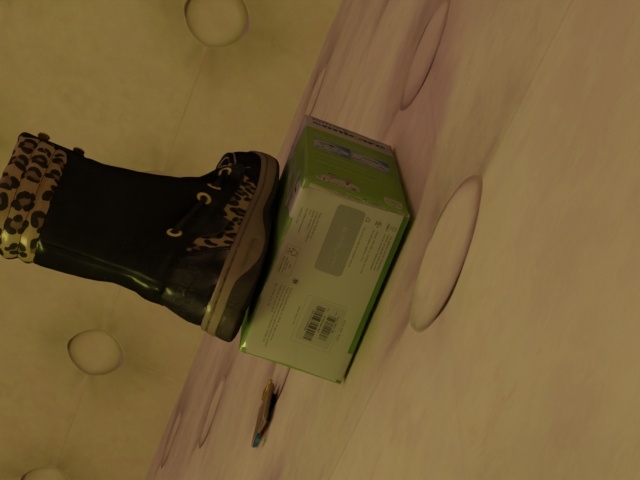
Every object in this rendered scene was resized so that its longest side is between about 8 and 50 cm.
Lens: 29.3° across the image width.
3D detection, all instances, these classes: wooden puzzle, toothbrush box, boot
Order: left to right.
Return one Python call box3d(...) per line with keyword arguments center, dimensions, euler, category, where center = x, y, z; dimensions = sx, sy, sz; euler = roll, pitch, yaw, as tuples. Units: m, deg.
box3d(center=(-0.199, -0.040, 1.353), dimensions=(0.377, 0.284, 0.138), euler=(-89, 18, -63), category="boot")
box3d(center=(-0.078, 0.243, 1.707), dimensions=(0.078, 0.014, 0.116), euler=(113, 173, -50), category="wooden puzzle")
box3d(center=(0.000, 0.000, 1.385), dimensions=(0.283, 0.122, 0.206), euler=(-98, 28, -71), category="toothbrush box")
